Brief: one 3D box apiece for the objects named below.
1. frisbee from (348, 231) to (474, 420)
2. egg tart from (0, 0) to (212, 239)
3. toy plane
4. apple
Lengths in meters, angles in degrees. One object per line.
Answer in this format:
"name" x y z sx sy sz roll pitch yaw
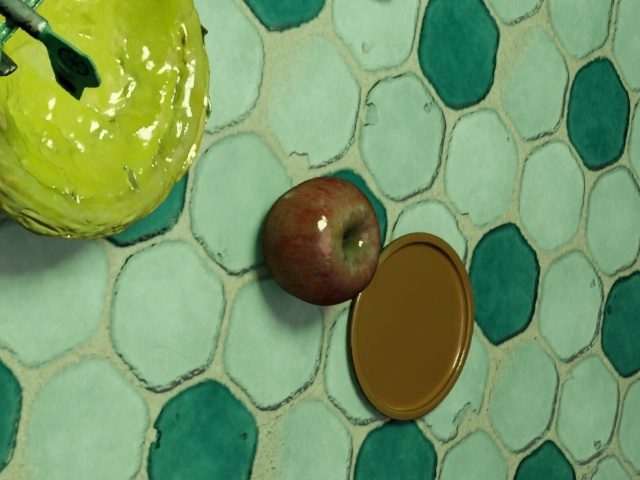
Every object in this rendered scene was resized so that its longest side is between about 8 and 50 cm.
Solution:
"frisbee" 0.121 0.113 1.976 0.251 0.021 0.251 -5 97 -46
"egg tart" -0.255 -0.175 1.474 0.345 0.132 0.345 -5 97 -45
"toy plane" -0.332 -0.256 1.253 0.382 0.155 0.106 38 69 -5
"apple" 0.000 0.000 1.769 0.153 0.120 0.153 1 89 -50
